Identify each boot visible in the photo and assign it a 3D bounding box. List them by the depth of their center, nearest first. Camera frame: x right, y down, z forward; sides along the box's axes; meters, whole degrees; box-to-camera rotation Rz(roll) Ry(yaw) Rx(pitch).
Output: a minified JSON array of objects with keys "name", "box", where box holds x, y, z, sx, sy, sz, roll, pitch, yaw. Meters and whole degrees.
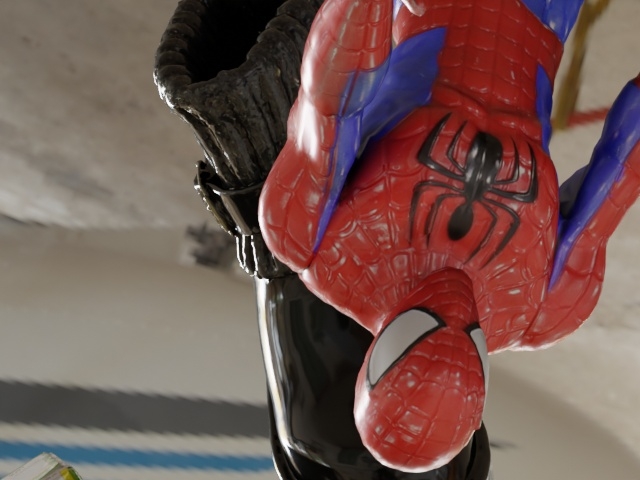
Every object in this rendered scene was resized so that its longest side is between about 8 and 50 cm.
[{"name":"boot","box":[-0.004,0.001,0.989,0.131,0.348,0.260,-18,127,-4]}]

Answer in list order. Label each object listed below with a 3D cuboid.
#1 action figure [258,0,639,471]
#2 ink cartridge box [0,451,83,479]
[{"name":"action figure","box":[0.051,-0.085,0.370,0.091,0.280,0.139,18,146,-9]},{"name":"ink cartridge box","box":[-0.152,0.244,1.029,0.189,0.097,0.255,58,166,-5]}]
